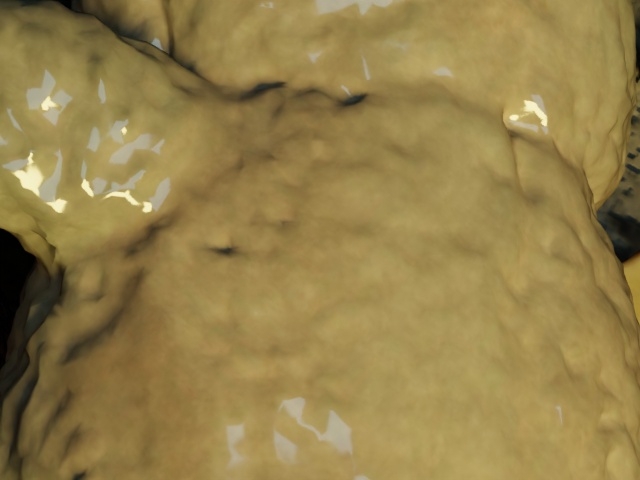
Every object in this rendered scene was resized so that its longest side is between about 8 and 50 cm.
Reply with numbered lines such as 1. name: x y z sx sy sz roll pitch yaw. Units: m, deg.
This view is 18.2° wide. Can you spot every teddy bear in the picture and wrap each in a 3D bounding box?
1. teddy bear: 0.001 0.001 0.488 0.236 0.151 0.267 24 52 -40

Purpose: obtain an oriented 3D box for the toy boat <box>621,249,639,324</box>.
1. toy boat: 0.050 0.063 0.632 0.188 0.116 0.061 -23 83 -23

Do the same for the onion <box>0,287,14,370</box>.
1. onion: -0.191 0.070 0.508 0.246 0.190 0.246 -8 105 -31
